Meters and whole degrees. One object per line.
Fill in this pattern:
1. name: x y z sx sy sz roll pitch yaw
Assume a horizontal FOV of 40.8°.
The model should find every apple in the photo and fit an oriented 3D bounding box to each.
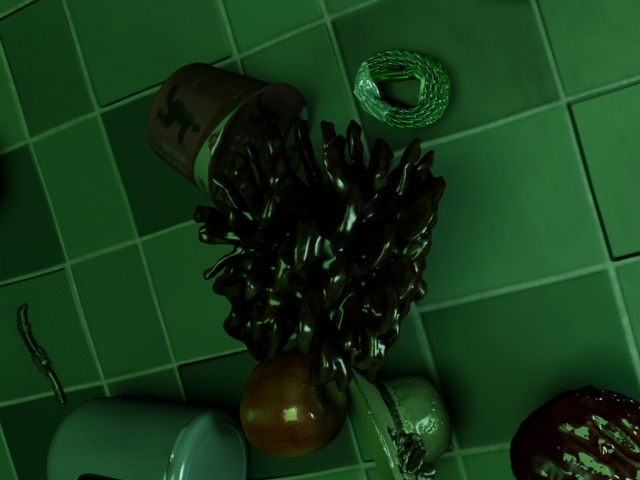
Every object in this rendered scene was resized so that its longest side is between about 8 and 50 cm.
1. apple: -0.049 0.278 1.458 0.199 0.199 0.199 4 101 24

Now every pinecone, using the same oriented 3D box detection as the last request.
1. pinecone: 0.000 0.000 1.244 0.398 0.398 0.397 4 101 24

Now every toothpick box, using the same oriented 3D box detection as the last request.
1. toothpick box: -0.333 0.399 1.582 0.355 0.263 0.262 1 99 25

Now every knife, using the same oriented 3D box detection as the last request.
1. knife: -0.584 0.239 1.776 0.046 0.021 0.222 -24 87 23

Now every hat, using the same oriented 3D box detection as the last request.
1. hat: 0.137 0.288 1.377 0.130 0.257 0.257 -22 89 -6

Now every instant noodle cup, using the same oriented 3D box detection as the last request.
1. instant noodle cup: -0.157 -0.177 1.406 0.178 0.235 0.234 31 110 28

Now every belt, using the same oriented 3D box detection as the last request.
1. belt: 0.122 -0.236 1.337 0.151 0.079 0.121 18 106 22

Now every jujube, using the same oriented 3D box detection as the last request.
1. jujube: 0.447 0.373 1.214 0.376 0.258 0.258 47 114 18
